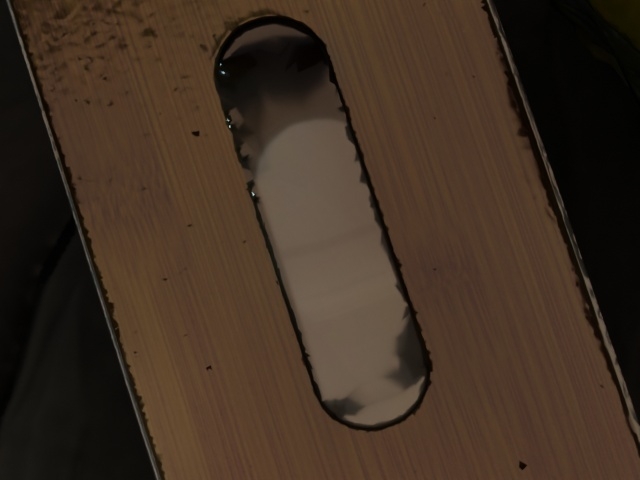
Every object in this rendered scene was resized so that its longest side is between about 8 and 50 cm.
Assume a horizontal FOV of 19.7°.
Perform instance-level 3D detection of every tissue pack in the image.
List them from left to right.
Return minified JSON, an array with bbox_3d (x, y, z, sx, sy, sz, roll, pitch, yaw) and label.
[{"bbox_3d":[0.001,0.000,0.678,0.159,0.136,0.246,-19,85,0],"label":"tissue pack"}]

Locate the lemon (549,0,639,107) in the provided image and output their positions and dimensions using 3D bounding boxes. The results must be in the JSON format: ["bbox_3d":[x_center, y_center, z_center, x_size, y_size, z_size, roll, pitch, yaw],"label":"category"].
[{"bbox_3d":[0.266,-0.105,0.571,0.364,0.364,0.364,0,85,2],"label":"lemon"}]
